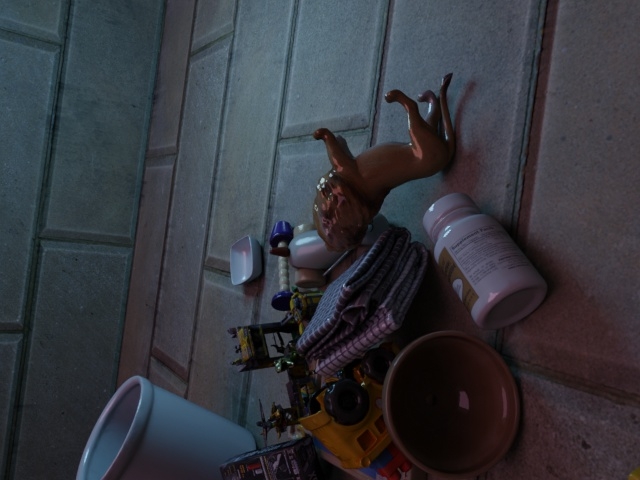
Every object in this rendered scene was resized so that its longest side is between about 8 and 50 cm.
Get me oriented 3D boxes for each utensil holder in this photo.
[{"bbox_3d":[-0.422,0.610,1.552,0.327,0.385,0.328,-41,28,28],"label":"utensil holder"}]

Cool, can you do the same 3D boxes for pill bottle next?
[{"bbox_3d":[0.274,0.029,0.966,0.131,0.131,0.229,-56,43,33],"label":"pill bottle"}]

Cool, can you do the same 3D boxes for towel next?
[{"bbox_3d":[0.080,0.115,1.114,0.121,0.284,0.235,43,128,-2],"label":"towel"}]

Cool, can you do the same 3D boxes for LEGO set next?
[{"bbox_3d":[-0.084,0.277,1.215,0.255,0.192,0.332,-35,62,54],"label":"LEGO set"}]

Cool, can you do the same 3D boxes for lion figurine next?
[{"bbox_3d":[0.138,-0.154,1.129,0.392,0.142,0.240,-28,77,15],"label":"lion figurine"}]

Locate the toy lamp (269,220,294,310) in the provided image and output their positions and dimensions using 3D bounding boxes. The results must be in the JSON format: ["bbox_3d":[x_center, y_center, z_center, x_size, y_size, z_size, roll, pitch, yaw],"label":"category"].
[{"bbox_3d":[-0.101,0.061,1.507,0.080,0.080,0.275,-47,34,40],"label":"toy lamp"}]

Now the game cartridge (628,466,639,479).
[{"bbox_3d":[0.462,0.463,0.630,0.285,0.052,0.324,31,122,53],"label":"game cartridge"}]

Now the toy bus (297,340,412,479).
[{"bbox_3d":[0.103,0.328,1.035,0.211,0.220,0.149,48,152,7],"label":"toy bus"}]

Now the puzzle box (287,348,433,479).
[{"bbox_3d":[0.073,0.370,1.230,0.408,0.052,0.272,4,89,51],"label":"puzzle box"}]

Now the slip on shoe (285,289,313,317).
[{"bbox_3d":[-0.058,0.177,1.484,0.041,0.051,0.135,56,136,35],"label":"slip on shoe"}]

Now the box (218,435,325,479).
[{"bbox_3d":[-0.084,0.637,1.281,0.242,0.076,0.308,-26,78,29],"label":"box"}]

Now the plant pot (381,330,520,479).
[{"bbox_3d":[0.210,0.277,0.957,0.110,0.237,0.238,136,135,-73],"label":"plant pot"}]

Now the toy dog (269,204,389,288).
[{"bbox_3d":[0.000,0.000,1.334,0.334,0.160,0.220,-50,47,38],"label":"toy dog"}]

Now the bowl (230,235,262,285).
[{"bbox_3d":[-0.229,0.066,1.742,0.142,0.053,0.142,-27,61,50],"label":"bowl"}]
